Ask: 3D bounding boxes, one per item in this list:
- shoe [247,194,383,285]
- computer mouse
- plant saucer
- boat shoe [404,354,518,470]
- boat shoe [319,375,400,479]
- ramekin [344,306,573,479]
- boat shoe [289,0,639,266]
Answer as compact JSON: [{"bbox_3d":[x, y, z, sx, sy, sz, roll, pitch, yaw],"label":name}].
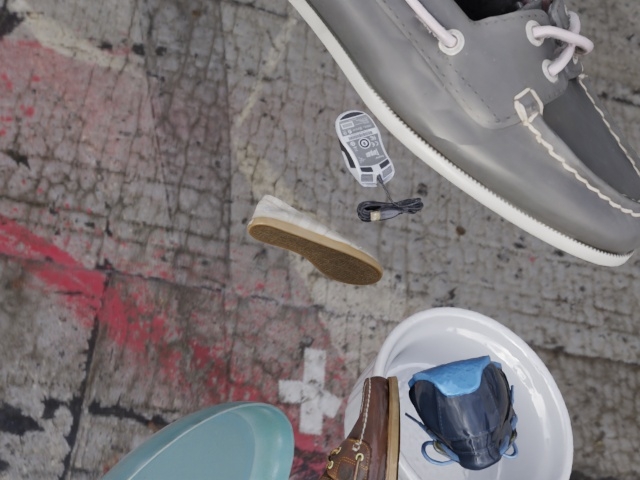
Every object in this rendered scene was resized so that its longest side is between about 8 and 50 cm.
[{"bbox_3d":[0.000,0.000,1.074,0.219,0.076,0.058,26,51,-20],"label":"shoe"},{"bbox_3d":[0.080,-0.117,1.169,0.106,0.042,0.193,-17,73,-16],"label":"computer mouse"},{"bbox_3d":[-0.145,0.279,0.691,0.044,0.317,0.317,30,55,29],"label":"plant saucer"},{"bbox_3d":[0.119,0.156,0.643,0.109,0.258,0.089,-18,75,15],"label":"boat shoe"},{"bbox_3d":[0.035,0.214,0.650,0.073,0.073,0.207,3,55,5],"label":"boat shoe"},{"bbox_3d":[0.165,0.237,0.939,0.277,0.135,0.277,14,52,-19],"label":"ramekin"},{"bbox_3d":[0.050,-0.128,0.357,0.335,0.095,0.112,45,37,6],"label":"boat shoe"}]
